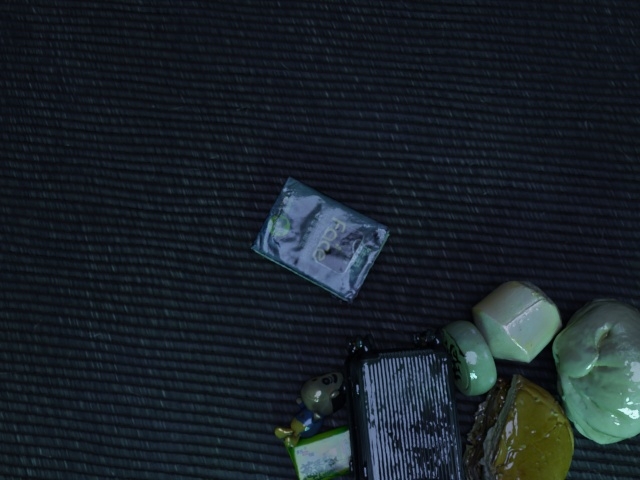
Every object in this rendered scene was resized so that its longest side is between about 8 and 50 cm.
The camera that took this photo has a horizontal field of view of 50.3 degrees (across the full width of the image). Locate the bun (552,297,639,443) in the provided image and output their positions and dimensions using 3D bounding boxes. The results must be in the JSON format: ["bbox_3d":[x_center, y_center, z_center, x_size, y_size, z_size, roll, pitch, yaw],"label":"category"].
[{"bbox_3d":[0.504,0.240,1.228,0.159,0.259,0.259,-5,80,-4],"label":"bun"}]

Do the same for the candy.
[{"bbox_3d":[0.025,0.413,1.325,0.178,0.032,0.102,-16,80,-1],"label":"candy"}]

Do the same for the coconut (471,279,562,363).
[{"bbox_3d":[0.365,0.161,1.298,0.152,0.147,0.147,-42,81,-3],"label":"coconut"}]

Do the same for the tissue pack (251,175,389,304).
[{"bbox_3d":[0.000,0.000,1.376,0.235,0.073,0.173,29,84,7],"label":"tissue pack"}]

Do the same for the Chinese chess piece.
[{"bbox_3d":[0.274,0.222,1.289,0.058,0.144,0.144,-18,80,-10],"label":"Chinese chess piece"}]

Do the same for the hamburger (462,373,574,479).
[{"bbox_3d":[0.360,0.400,1.256,0.245,0.155,0.282,-25,86,-9],"label":"hamburger"}]

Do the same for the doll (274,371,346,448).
[{"bbox_3d":[-0.013,0.318,1.318,0.179,0.102,0.089,-42,114,-16],"label":"doll"}]

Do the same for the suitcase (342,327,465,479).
[{"bbox_3d":[0.152,0.327,1.271,0.202,0.128,0.312,-3,79,-15],"label":"suitcase"}]
